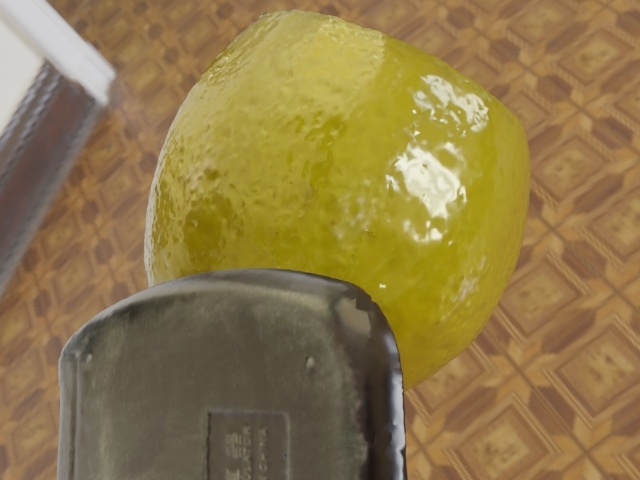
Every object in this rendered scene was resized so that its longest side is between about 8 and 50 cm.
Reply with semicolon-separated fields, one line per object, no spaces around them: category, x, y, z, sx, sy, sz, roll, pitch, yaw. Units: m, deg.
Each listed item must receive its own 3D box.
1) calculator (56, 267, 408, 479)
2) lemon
calculator;-0.045;0.099;0.400;0.268;0.040;0.177;-13;75;53
lemon;0.000;0.000;0.961;0.364;0.364;0.364;-23;42;22
